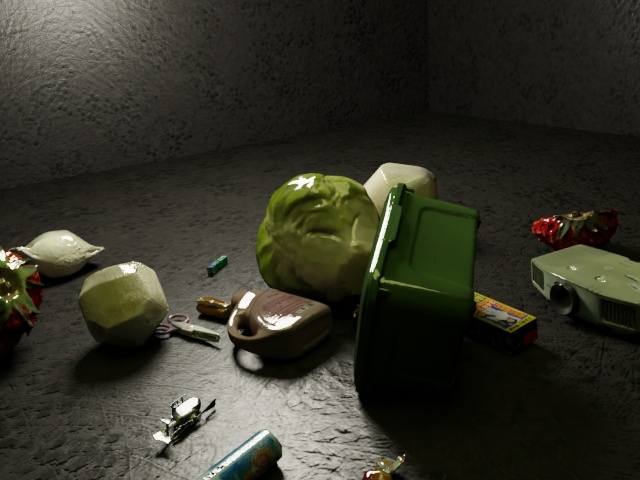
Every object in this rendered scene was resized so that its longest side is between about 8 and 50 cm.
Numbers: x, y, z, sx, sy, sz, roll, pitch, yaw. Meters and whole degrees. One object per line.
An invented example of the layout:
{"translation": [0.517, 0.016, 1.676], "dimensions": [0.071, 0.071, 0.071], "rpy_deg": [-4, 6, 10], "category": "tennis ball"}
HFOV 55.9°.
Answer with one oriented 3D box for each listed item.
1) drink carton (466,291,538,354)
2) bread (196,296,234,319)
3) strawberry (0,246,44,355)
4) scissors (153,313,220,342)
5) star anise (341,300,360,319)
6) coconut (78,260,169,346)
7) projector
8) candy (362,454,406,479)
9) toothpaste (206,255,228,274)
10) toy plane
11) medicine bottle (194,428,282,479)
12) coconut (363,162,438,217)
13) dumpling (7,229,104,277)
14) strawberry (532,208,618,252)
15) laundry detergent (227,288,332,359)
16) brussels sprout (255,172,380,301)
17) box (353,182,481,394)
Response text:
{"translation": [0.314, 0.150, 1.120], "dimensions": [0.071, 0.056, 0.165], "rpy_deg": [-24, 27, -25], "category": "drink carton"}
{"translation": [-0.224, 0.142, 1.288], "dimensions": [0.083, 0.036, 0.047], "rpy_deg": [9, 21, 29], "category": "bread"}
{"translation": [-0.710, 0.127, 1.171], "dimensions": [0.288, 0.250, 0.239], "rpy_deg": [-27, 22, 15], "category": "strawberry"}
{"translation": [-0.264, 0.180, 1.213], "dimensions": [0.176, 0.022, 0.085], "rpy_deg": [7, 24, 37], "category": "scissors"}
{"translation": [0.138, 0.124, 1.231], "dimensions": [0.156, 0.054, 0.212], "rpy_deg": [5, 21, 35], "category": "star anise"}
{"translation": [-0.382, 0.131, 1.191], "dimensions": [0.160, 0.162, 0.161], "rpy_deg": [-23, -3, -1], "category": "coconut"}
{"translation": [0.540, 0.095, 1.169], "dimensions": [0.193, 0.088, 0.269], "rpy_deg": [-13, 21, -20], "category": "projector"}
{"translation": [0.066, 0.316, 0.732], "dimensions": [0.053, 0.047, 0.182], "rpy_deg": [2, 23, 23], "category": "candy"}
{"translation": [-0.262, 0.063, 1.535], "dimensions": [0.017, 0.020, 0.083], "rpy_deg": [-1, 20, 21], "category": "toothpaste"}
{"translation": [-0.215, 0.275, 0.934], "dimensions": [0.049, 0.031, 0.120], "rpy_deg": [16, 24, 26], "category": "toy plane"}
{"translation": [-0.129, 0.314, 0.776], "dimensions": [0.051, 0.051, 0.191], "rpy_deg": [12, 27, 39], "category": "medicine bottle"}
{"translation": [0.210, -0.103, 1.580], "dimensions": [0.222, 0.202, 0.202], "rpy_deg": [-45, 2, 28], "category": "coconut"}
{"translation": [-0.693, 0.040, 1.583], "dimensions": [0.215, 0.126, 0.166], "rpy_deg": [-35, 8, -40], "category": "dumpling"}
{"translation": [0.607, -0.005, 1.435], "dimensions": [0.190, 0.111, 0.236], "rpy_deg": [-10, -5, 17], "category": "strawberry"}
{"translation": [-0.112, 0.155, 1.169], "dimensions": [0.237, 0.076, 0.171], "rpy_deg": [12, 26, 39], "category": "laundry detergent"}
{"translation": [0.000, -0.012, 1.298], "dimensions": [0.316, 0.274, 0.242], "rpy_deg": [3, -22, 42], "category": "brussels sprout"}
{"translation": [0.167, 0.080, 1.013], "dimensions": [0.177, 0.253, 0.329], "rpy_deg": [8, 37, 9], "category": "box"}
